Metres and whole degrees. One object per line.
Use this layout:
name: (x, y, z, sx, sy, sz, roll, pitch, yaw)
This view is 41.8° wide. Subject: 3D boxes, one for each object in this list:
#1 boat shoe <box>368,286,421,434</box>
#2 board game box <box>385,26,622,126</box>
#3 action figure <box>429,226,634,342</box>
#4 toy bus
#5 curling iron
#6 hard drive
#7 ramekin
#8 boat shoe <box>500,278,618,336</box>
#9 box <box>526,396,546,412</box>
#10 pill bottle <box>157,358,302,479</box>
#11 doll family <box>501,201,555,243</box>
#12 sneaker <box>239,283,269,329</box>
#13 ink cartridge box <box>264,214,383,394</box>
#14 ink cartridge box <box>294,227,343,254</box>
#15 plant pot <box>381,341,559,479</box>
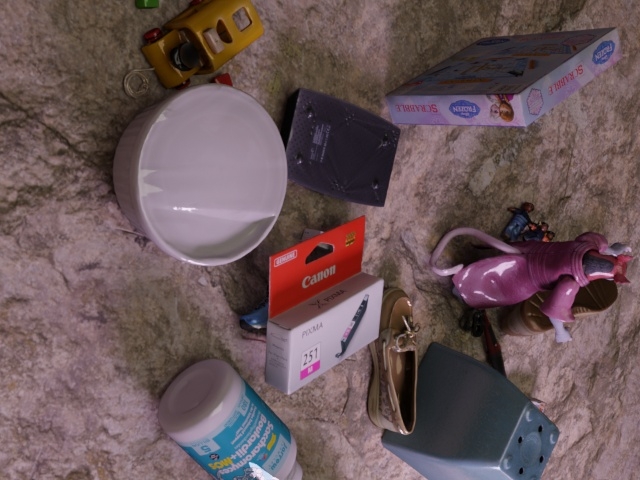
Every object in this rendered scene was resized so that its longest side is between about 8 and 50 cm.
boat shoe: (0.157, 0.235, 1.648, 0.104, 0.089, 0.285, -6, 99, -39)
board game box: (0.343, -0.309, 1.582, 0.318, 0.318, 0.066, -34, 118, -31)
action figure: (0.456, 0.038, 1.685, 0.276, 0.370, 0.248, 44, 60, -25)
toy bus: (-0.183, -0.305, 1.282, 0.191, 0.104, 0.202, 6, 91, -40)
curling iron: (0.375, 0.248, 1.872, 0.068, 0.035, 0.274, -34, 123, -8)
hard drive: (0.029, -0.163, 1.511, 0.254, 0.054, 0.172, 14, 87, -40)
ramekin: (-0.193, -0.101, 1.287, 0.273, 0.127, 0.273, -6, 99, -40)
boat shoe: (0.560, 0.140, 1.962, 0.341, 0.110, 0.122, -13, 76, -34)
box: (0.451, 0.465, 1.947, 0.114, 0.036, 0.207, 16, 91, -40)
pill bottle: (-0.136, 0.326, 1.380, 0.146, 0.146, 0.264, -52, 124, -22)
doll family: (0.491, -0.005, 1.906, 0.111, 0.076, 0.193, -52, 121, -17)
sneaker: (-0.085, 0.104, 1.458, 0.162, 0.063, 0.073, -31, 105, -43)
ink cartridge box: (0.015, 0.106, 1.468, 0.275, 0.060, 0.239, -24, 126, -48)
ink cartridge box: (0.000, 0.000, 1.512, 0.083, 0.048, 0.028, 22, 81, -40)
plant pot: (0.329, 0.392, 1.708, 0.248, 0.252, 0.247, 43, 70, -35)
